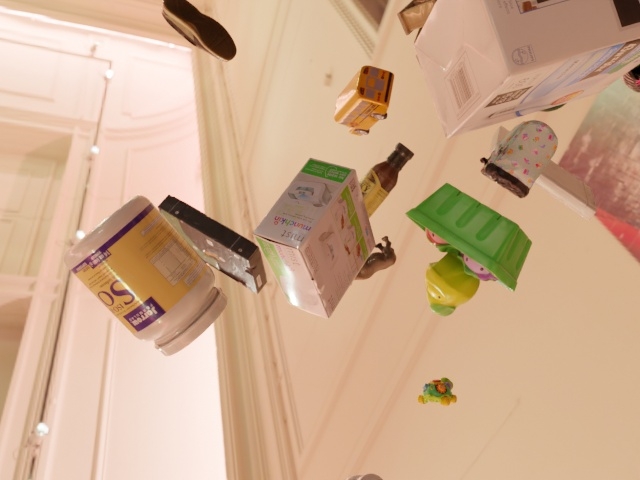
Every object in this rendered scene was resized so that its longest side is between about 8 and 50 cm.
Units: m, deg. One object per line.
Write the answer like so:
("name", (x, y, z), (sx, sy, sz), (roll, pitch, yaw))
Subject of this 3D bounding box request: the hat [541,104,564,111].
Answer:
("hat", (0.602, -0.464, 1.725), (0.173, 0.208, 0.183), (29, -171, -14))

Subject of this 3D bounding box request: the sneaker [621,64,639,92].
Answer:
("sneaker", (0.773, -0.408, 1.512), (0.170, 0.063, 0.074), (41, -156, -44))

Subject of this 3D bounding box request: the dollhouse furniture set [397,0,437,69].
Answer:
("dollhouse furniture set", (0.309, -0.514, 1.486), (0.182, 0.161, 0.101), (-3, -143, 45))

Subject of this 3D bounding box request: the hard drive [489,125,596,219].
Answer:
("hard drive", (0.684, -0.216, 1.923), (0.353, 0.047, 0.233), (35, -151, 2))

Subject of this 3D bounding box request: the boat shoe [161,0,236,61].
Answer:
("boat shoe", (-0.319, -0.549, 1.633), (0.223, 0.073, 0.080), (37, -112, -15))

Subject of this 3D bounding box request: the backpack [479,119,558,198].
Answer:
("backpack", (0.510, -0.211, 1.561), (0.152, 0.182, 0.115), (33, -172, -8))

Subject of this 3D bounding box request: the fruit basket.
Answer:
("fruit basket", (0.429, 0.060, 1.964), (0.283, 0.392, 0.392), (32, -167, -51))

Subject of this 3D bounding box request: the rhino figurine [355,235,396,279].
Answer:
("rhino figurine", (0.161, 0.085, 2.239), (0.243, 0.073, 0.106), (-28, -111, -6))

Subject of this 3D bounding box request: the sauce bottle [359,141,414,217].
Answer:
("sauce bottle", (0.187, -0.184, 2.147), (0.111, 0.344, 0.111), (38, -174, -5))

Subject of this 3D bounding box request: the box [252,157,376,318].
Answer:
("box", (0.000, 0.000, 1.355), (0.127, 0.262, 0.231), (19, -120, 29))

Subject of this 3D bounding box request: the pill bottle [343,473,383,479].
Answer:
("pill bottle", (0.080, 0.626, 1.491), (0.112, 0.186, 0.112), (17, -131, -21))

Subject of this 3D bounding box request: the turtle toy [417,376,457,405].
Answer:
("turtle toy", (0.334, 0.422, 1.751), (0.095, 0.066, 0.130), (-5, 174, 34))

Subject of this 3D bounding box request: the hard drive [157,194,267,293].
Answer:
("hard drive", (-0.321, 0.013, 1.888), (0.339, 0.237, 0.064), (28, -115, 18))

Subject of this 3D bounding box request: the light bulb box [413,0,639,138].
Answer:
("light bulb box", (0.406, -0.381, 1.132), (0.361, 0.358, 0.225), (-17, -95, -6))

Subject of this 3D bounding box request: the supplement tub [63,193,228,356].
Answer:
("supplement tub", (-0.402, 0.084, 1.465), (0.331, 0.241, 0.241), (50, -150, -14))

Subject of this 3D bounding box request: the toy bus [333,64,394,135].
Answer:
("toy bus", (0.131, -0.422, 1.923), (0.130, 0.108, 0.333), (12, 172, -12))
